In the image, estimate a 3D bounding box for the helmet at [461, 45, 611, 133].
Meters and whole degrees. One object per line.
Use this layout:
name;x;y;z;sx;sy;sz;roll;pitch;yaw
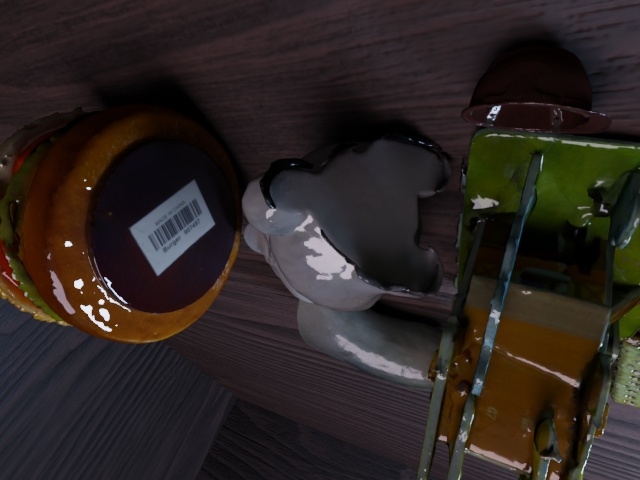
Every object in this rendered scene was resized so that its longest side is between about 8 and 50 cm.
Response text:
helmet;0.175;-0.124;0.344;0.111;0.057;0.089;10;-178;18

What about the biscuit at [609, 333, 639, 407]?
biscuit;0.512;0.207;0.628;0.138;0.016;0.232;5;144;32

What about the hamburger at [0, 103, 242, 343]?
hamburger;-0.293;-0.026;0.619;0.249;0.330;0.330;10;146;32

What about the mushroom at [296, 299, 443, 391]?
mushroom;0.142;0.195;0.808;0.396;0.126;0.178;18;141;23

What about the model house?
model house;0.226;0.111;0.419;0.242;0.313;0.358;12;146;21

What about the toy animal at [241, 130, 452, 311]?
toy animal;0.000;0.000;0.573;0.257;0.194;0.357;26;160;-16
